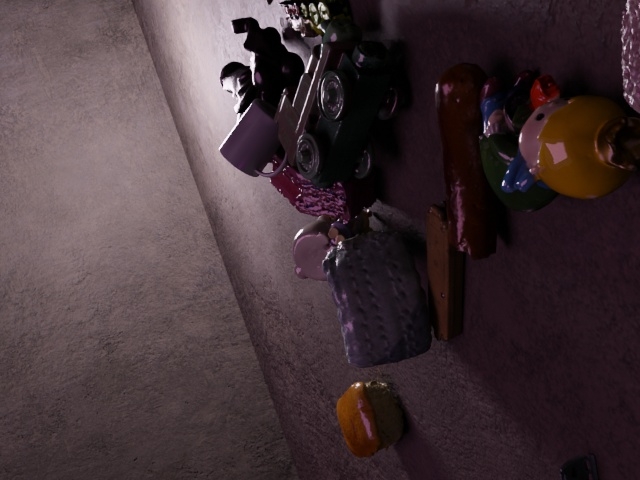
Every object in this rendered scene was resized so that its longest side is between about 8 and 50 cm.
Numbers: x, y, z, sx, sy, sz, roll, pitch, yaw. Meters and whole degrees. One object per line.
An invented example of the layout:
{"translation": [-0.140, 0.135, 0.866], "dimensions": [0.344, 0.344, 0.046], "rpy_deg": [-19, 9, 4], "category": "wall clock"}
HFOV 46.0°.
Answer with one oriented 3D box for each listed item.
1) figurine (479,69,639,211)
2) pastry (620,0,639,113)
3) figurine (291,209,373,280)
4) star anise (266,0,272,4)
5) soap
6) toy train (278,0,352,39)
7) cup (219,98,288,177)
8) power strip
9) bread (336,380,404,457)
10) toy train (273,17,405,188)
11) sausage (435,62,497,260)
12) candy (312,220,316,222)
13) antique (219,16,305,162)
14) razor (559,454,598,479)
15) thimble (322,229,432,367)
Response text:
{"translation": [0.268, -0.129, 0.855], "dimensions": [0.234, 0.127, 0.185], "rpy_deg": [126, 139, -80], "category": "figurine"}
{"translation": [0.321, -0.188, 0.649], "dimensions": [0.112, 0.103, 0.265], "rpy_deg": [-136, 33, -68], "category": "pastry"}
{"translation": [0.038, -0.017, 1.587], "dimensions": [0.127, 0.235, 0.155], "rpy_deg": [33, 123, 7], "category": "figurine"}
{"translation": [-0.115, -0.599, 1.534], "dimensions": [0.214, 0.099, 0.220], "rpy_deg": [-156, 43, -85], "category": "star anise"}
{"translation": [0.012, -0.121, 1.533], "dimensions": [0.250, 0.162, 0.099], "rpy_deg": [-137, 40, -54], "category": "soap"}
{"translation": [-0.013, -0.432, 1.457], "dimensions": [0.249, 0.053, 0.085], "rpy_deg": [36, 147, 61], "category": "toy train"}
{"translation": [-0.115, -0.196, 1.526], "dimensions": [0.136, 0.133, 0.099], "rpy_deg": [38, -164, -1], "category": "cup"}
{"translation": [0.215, 0.054, 1.298], "dimensions": [0.064, 0.044, 0.305], "rpy_deg": [-130, 26, -49], "category": "power strip"}
{"translation": [0.117, 0.436, 1.847], "dimensions": [0.174, 0.121, 0.245], "rpy_deg": [65, 163, 15], "category": "bread"}
{"translation": [0.025, -0.245, 1.329], "dimensions": [0.221, 0.150, 0.304], "rpy_deg": [63, 145, 34], "category": "toy train"}
{"translation": [0.209, -0.111, 1.062], "dimensions": [0.103, 0.076, 0.302], "rpy_deg": [-73, -24, -55], "category": "sausage"}
{"translation": [0.000, 0.000, 1.902], "dimensions": [0.035, 0.035, 0.123], "rpy_deg": [-123, 14, -46], "category": "candy"}
{"translation": [-0.112, -0.317, 1.674], "dimensions": [0.255, 0.185, 0.322], "rpy_deg": [-122, 20, -54], "category": "antique"}
{"translation": [0.421, 0.379, 1.002], "dimensions": [0.232, 0.068, 0.106], "rpy_deg": [14, 122, 63], "category": "razor"}
{"translation": [0.102, 0.108, 1.409], "dimensions": [0.205, 0.172, 0.250], "rpy_deg": [-123, 21, -84], "category": "thimble"}
